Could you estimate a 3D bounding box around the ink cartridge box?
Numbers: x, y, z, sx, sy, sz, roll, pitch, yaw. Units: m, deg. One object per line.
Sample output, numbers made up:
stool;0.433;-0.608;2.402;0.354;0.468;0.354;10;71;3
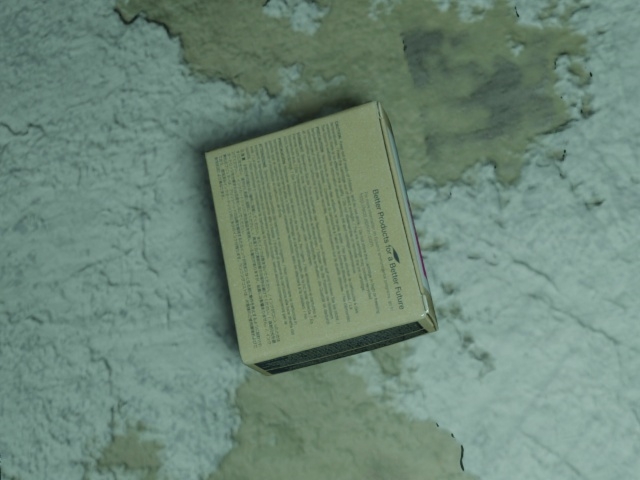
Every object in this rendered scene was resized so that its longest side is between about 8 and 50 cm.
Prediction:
ink cartridge box;0.000;0.000;1.237;0.193;0.088;0.234;-15;70;10
